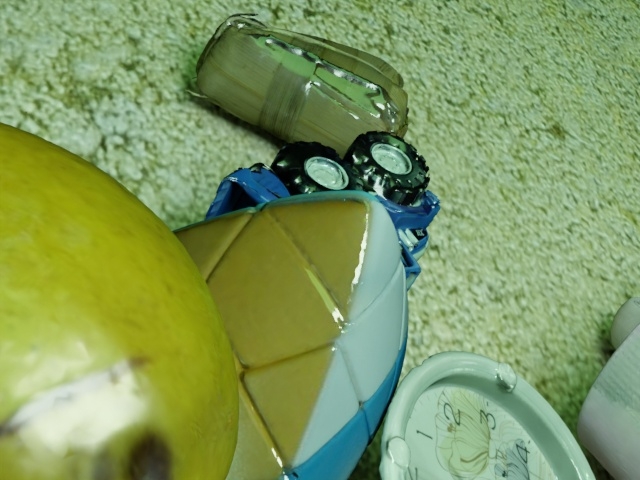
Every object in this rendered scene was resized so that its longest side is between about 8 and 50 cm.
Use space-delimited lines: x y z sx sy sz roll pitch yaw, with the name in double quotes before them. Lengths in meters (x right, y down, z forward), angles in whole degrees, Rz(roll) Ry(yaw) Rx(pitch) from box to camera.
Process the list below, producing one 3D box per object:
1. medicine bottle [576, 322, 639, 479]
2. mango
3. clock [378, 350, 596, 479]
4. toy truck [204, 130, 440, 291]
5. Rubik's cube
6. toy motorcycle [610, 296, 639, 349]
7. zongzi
"medicine bottle" 0.363 0.180 0.940 0.241 0.241 0.302 -12 46 -41
"mango" -0.254 0.037 0.702 0.445 0.220 0.301 36 57 9
"clock" 0.116 0.193 0.886 0.236 0.053 0.236 26 48 -32
"toy truck" 0.000 0.000 1.003 0.208 0.113 0.126 -12 56 -40
"Rubik's cube" -0.002 0.055 0.862 0.254 0.254 0.254 18 40 -16
"toy motorcycle" 0.375 0.103 1.161 0.254 0.112 0.112 17 40 -15
"zongzi" -0.008 -0.153 1.182 0.194 0.099 0.197 28 28 -4
